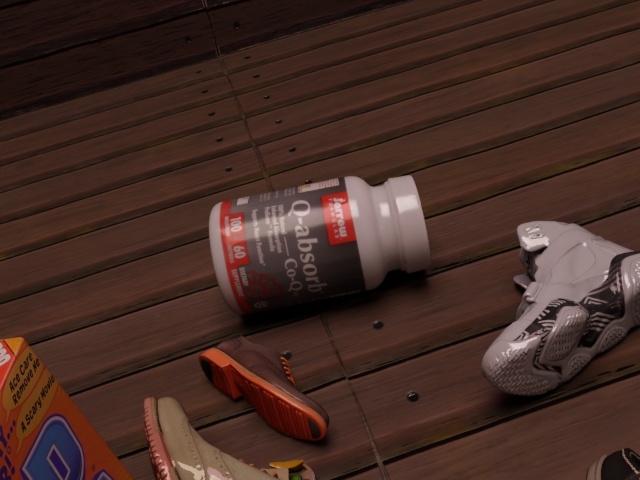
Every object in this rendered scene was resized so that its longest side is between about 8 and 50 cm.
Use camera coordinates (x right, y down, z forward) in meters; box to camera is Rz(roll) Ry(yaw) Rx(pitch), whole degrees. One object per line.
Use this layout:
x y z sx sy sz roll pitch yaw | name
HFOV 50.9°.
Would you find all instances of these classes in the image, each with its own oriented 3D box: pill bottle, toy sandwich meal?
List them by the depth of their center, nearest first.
-0.049 0.339 0.943 0.085 0.029 0.086 -9 38 7 | toy sandwich meal
0.000 0.000 1.208 0.362 0.210 0.210 -12 38 3 | pill bottle

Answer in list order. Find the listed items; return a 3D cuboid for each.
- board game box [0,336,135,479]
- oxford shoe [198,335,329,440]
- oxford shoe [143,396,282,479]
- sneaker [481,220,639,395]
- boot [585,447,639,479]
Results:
-0.424 0.364 0.662 0.356 0.357 0.356 -9 41 9 | board game box
-0.076 0.217 1.056 0.271 0.097 0.098 24 45 38 | oxford shoe
-0.122 0.346 0.889 0.146 0.140 0.397 -22 47 -22 | oxford shoe
0.350 0.091 1.053 0.365 0.137 0.210 -25 38 -23 | sneaker
0.417 0.247 0.642 0.284 0.138 0.377 -43 -8 14 | boot
